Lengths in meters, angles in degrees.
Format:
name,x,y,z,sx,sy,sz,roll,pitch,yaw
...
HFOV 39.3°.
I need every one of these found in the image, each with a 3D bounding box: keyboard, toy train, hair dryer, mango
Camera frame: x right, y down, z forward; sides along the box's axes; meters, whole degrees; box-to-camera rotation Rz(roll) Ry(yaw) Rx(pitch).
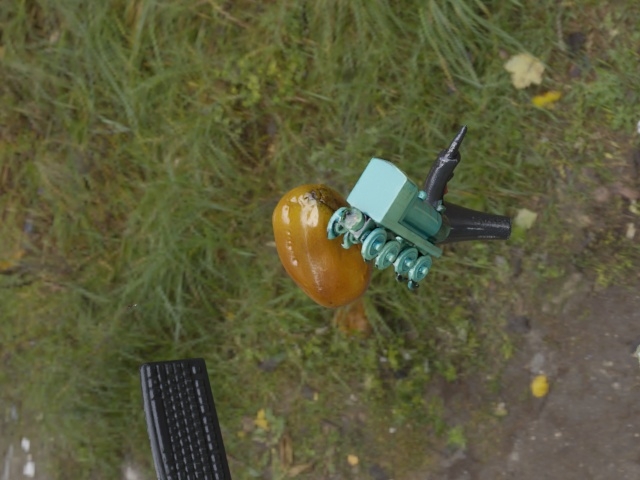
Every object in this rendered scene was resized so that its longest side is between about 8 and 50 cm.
name,x,y,z,sx,sy,sz,roll,pitch,yaw
keyboard,-0.178,0.235,1.161,0.041,0.103,0.381,-52,49,44
toy train,0.035,-0.006,0.417,0.029,0.092,0.045,35,95,28
hair dryer,0.242,-0.089,1.570,0.271,0.236,0.091,97,177,-50
mango,0.003,-0.001,0.957,0.105,0.084,0.159,16,133,35

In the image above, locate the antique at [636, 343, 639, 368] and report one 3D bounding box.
name,x,y,z,sx,sy,sz,roll,pitch,yaw
antique,0.585,0.147,1.196,0.284,0.150,0.125,-17,92,35
